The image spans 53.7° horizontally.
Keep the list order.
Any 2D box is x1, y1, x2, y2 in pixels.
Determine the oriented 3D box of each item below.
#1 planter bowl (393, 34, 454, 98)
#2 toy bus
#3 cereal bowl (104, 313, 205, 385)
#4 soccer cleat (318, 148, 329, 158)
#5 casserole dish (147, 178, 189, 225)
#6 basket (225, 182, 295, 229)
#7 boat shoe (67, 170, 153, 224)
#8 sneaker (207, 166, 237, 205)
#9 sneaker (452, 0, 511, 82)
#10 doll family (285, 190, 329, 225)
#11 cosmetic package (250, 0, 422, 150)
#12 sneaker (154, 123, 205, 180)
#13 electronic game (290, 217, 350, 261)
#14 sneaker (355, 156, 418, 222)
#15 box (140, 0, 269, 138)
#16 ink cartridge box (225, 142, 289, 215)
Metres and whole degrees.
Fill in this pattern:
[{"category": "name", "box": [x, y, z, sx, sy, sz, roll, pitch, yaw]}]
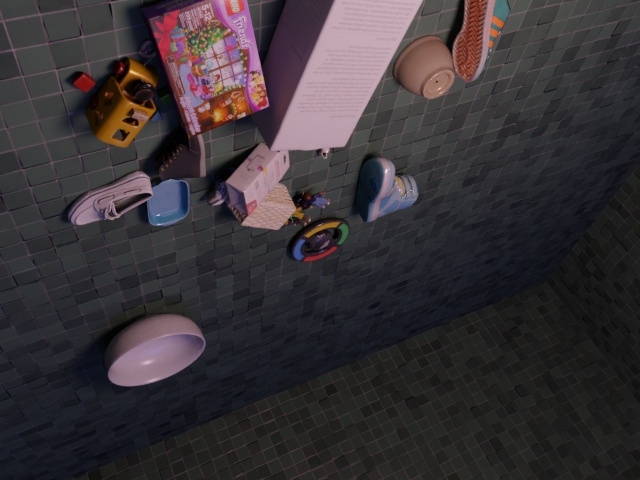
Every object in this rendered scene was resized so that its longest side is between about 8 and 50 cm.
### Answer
[{"category": "planter bowl", "box": [0.291, -0.451, 1.697, 0.162, 0.109, 0.162, -22, 150, -13]}, {"category": "toy bus", "box": [-0.399, -0.290, 1.329, 0.191, 0.104, 0.202, -22, 151, -15]}, {"category": "cereal bowl", "box": [-0.578, 0.356, 2.172, 0.339, 0.141, 0.339, -22, 150, -13]}, {"category": "soccer cleat", "box": [0.015, -0.271, 1.812, 0.029, 0.036, 0.083, -16, 149, -24]}, {"category": "casserole dish", "box": [-0.410, -0.110, 1.684, 0.114, 0.037, 0.188, -17, 148, -22]}, {"category": "basket", "box": [-0.171, -0.103, 1.842, 0.167, 0.103, 0.113, 7, 134, -47]}, {"category": "boat shoe", "box": [-0.522, -0.092, 1.567, 0.226, 0.076, 0.083, -31, 151, 3]}, {"category": "sneaker", "box": [-0.271, -0.154, 1.734, 0.135, 0.052, 0.058, -46, 142, 11]}, {"category": "sneaker", "box": [0.429, -0.554, 1.632, 0.121, 0.108, 0.302, -27, 143, -26]}, {"category": "doll family", "box": [-0.061, -0.102, 1.985, 0.193, 0.076, 0.111, -45, 144, 18]}, {"category": "cosmetic package", "box": [0.020, -0.422, 1.439, 0.230, 0.161, 0.453, -9, 145, -34]}, {"category": "sneaker", "box": [-0.343, -0.220, 1.519, 0.118, 0.083, 0.222, -15, 146, -15]}, {"category": "electronic game", "box": [0.000, 0.000, 2.224, 0.229, 0.048, 0.229, -23, 151, -13]}, {"category": "sneaker", "box": [0.238, -0.190, 2.060, 0.208, 0.127, 0.319, -19, 159, -16]}, {"category": "box", "box": [-0.232, -0.376, 1.331, 0.201, 0.057, 0.293, -26, 140, -13]}, {"category": "ink cartridge box", "box": [-0.166, -0.180, 1.713, 0.198, 0.067, 0.115, -52, 161, -25]}]
